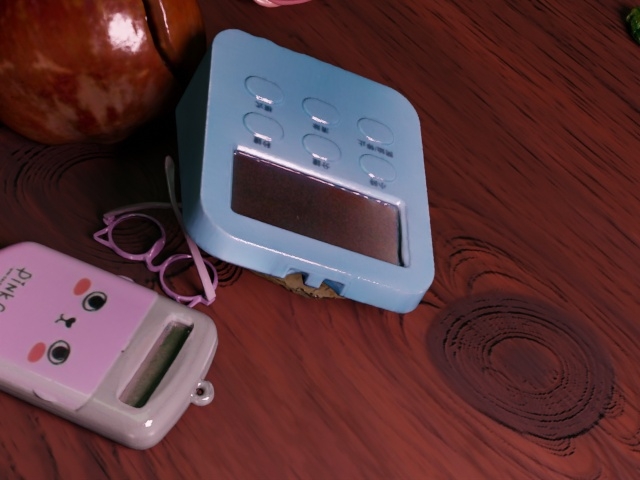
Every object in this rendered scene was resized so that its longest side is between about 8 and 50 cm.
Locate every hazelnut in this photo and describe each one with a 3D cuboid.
[{"bbox_3d":[-0.232,-0.200,1.120,0.234,0.218,0.218,-15,51,4],"label":"hazelnut"}]

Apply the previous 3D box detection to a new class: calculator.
[{"bbox_3d":[-0.202,0.086,0.960,0.246,0.045,0.141,23,51,10],"label":"calculator"}]

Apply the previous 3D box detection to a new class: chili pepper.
[{"bbox_3d":[0.410,-0.238,1.335,0.118,0.035,0.055,31,69,23],"label":"chili pepper"}]

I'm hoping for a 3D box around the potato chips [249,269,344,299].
[{"bbox_3d":[0.000,0.000,1.078,0.209,0.026,0.142,-6,54,-10],"label":"potato chips"}]

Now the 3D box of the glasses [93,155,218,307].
[{"bbox_3d":[-0.141,-0.014,1.014,0.140,0.104,0.062,39,53,19],"label":"glasses"}]

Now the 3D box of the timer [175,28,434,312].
[{"bbox_3d":[-0.008,-0.062,1.019,0.232,0.091,0.250,18,37,-24],"label":"timer"}]

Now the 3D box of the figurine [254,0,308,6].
[{"bbox_3d":[-0.056,-0.339,1.290,0.114,0.157,0.126,-7,53,13],"label":"figurine"}]
